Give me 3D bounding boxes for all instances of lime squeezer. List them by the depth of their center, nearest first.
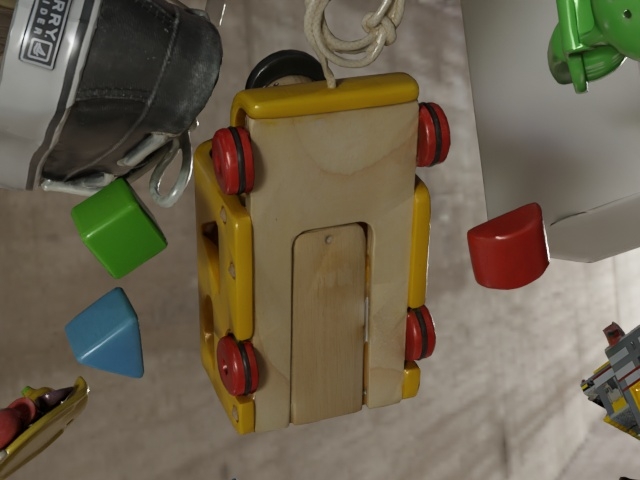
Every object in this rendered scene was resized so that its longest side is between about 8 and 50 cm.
[{"bbox_3d":[0.144,-0.104,0.559,0.110,0.059,0.310,-26,-176,-22],"label":"lime squeezer"}]

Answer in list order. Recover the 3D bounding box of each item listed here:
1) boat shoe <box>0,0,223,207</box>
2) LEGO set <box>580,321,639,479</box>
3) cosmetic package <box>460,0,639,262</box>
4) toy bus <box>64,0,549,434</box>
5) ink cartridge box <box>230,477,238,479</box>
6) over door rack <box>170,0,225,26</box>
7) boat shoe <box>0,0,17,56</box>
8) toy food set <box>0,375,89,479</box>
[{"bbox_3d":[-0.110,-0.077,0.674,0.105,0.113,0.306,16,169,-13],"label":"boat shoe"},{"bbox_3d":[0.281,0.206,1.062,0.331,0.192,0.255,21,126,-32],"label":"LEGO set"},{"bbox_3d":[0.247,-0.180,1.190,0.155,0.365,0.197,7,162,-39],"label":"cosmetic package"},{"bbox_3d":[-0.010,-0.015,0.588,0.191,0.202,0.104,39,-173,-35],"label":"toy bus"},{"bbox_3d":[-0.059,0.277,1.130,0.052,0.088,0.122,-42,-162,5],"label":"ink cartridge box"},{"bbox_3d":[-0.275,-0.262,1.473,0.239,0.108,0.324,0,-170,-25],"label":"over door rack"},{"bbox_3d":[-0.301,-0.240,1.076,0.132,0.130,0.355,-6,169,44],"label":"boat shoe"},{"bbox_3d":[-0.335,0.200,1.393,0.128,0.071,0.218,-48,174,27],"label":"toy food set"}]
